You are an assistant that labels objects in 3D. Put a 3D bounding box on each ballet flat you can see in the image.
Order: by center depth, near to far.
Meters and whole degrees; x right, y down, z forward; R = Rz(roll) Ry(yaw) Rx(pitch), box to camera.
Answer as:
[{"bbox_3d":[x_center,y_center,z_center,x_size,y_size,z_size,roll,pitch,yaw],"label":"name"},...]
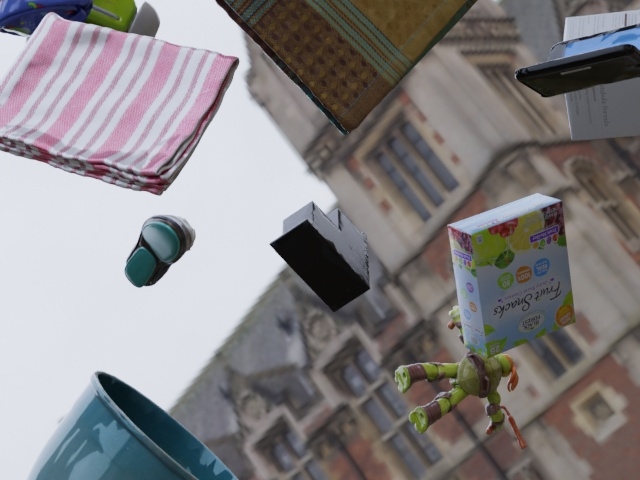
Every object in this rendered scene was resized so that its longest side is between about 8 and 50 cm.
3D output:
[{"bbox_3d":[-0.211,0.002,1.743,0.074,0.074,0.203,-23,-11,-31],"label":"ballet flat"}]

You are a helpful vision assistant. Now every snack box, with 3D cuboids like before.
[{"bbox_3d":[0.294,0.053,1.963,0.174,0.070,0.207,-20,-67,-23],"label":"snack box"}]

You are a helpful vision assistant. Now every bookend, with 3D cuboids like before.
[{"bbox_3d":[0.000,0.000,1.971,0.072,0.156,0.157,-34,-63,19],"label":"bookend"}]

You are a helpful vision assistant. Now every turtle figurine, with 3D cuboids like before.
[{"bbox_3d":[0.240,0.234,2.069,0.217,0.270,0.087,-18,3,-27],"label":"turtle figurine"}]

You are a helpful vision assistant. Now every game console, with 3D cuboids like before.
[{"bbox_3d":[0.264,-0.188,1.260,0.122,0.071,0.107,-10,-16,33],"label":"game console"}]

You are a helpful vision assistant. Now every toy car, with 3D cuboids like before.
[{"bbox_3d":[-0.326,-0.281,1.830,0.136,0.159,0.182,124,167,-60],"label":"toy car"}]

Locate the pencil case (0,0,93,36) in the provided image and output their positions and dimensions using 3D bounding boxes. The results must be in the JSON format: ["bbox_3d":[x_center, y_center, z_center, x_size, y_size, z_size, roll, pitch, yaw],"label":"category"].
[{"bbox_3d":[-0.366,-0.409,1.644,0.133,0.306,0.119,-8,-6,-3],"label":"pencil case"}]

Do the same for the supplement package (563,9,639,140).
[{"bbox_3d":[0.478,-0.244,1.845,0.244,0.134,0.139,-4,-49,18],"label":"supplement package"}]

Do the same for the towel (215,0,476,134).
[{"bbox_3d":[0.040,-0.306,1.215,0.370,0.271,0.040,-49,10,-28],"label":"towel"}]

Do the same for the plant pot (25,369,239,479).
[{"bbox_3d":[-0.263,0.348,1.619,0.255,0.271,0.271,-50,-21,-2],"label":"plant pot"}]

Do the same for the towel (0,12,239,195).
[{"bbox_3d":[-0.181,-0.120,1.064,0.029,0.197,0.144,77,-146,-55],"label":"towel"}]
